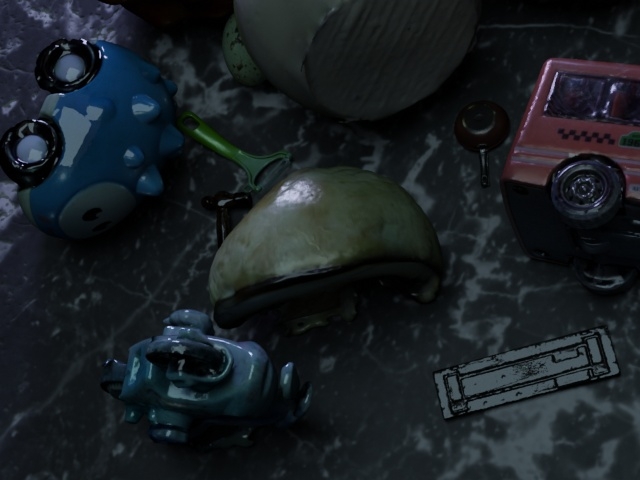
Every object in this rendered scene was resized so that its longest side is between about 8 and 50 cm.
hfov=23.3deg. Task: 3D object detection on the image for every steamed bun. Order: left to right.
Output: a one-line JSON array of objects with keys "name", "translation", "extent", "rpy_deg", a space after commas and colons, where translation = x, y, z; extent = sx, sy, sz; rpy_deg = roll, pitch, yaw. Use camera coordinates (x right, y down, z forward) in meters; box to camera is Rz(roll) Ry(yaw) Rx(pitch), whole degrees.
[{"name": "steamed bun", "translation": [0.030, -0.316, 1.852], "extent": [0.309, 0.309, 0.309], "rpy_deg": [-6, 66, 14]}]

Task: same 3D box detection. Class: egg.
[{"name": "egg", "translation": [-0.083, -0.249, 1.966], "extent": [0.085, 0.085, 0.110], "rpy_deg": [2, 84, 17]}]

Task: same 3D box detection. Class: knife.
[{"name": "knife", "translation": [-0.117, -0.114, 1.949], "extent": [0.166, 0.022, 0.078], "rpy_deg": [31, 61, 26]}]

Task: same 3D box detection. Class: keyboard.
[{"name": "keyboard", "translation": [0.230, 0.149, 1.740], "extent": [0.204, 0.013, 0.061], "rpy_deg": [-16, 64, 9]}]

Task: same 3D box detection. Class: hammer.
[{"name": "hammer", "translation": [-0.112, 0.020, 1.891], "extent": [0.065, 0.021, 0.178], "rpy_deg": [-9, 65, 11]}]

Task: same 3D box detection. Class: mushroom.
[{"name": "mushroom", "translation": [-0.005, -0.002, 1.774], "extent": [0.267, 0.189, 0.164], "rpy_deg": [-14, 67, 9]}]

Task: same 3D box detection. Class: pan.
[{"name": "pan", "translation": [0.194, -0.121, 1.862], "extent": [0.068, 0.023, 0.115], "rpy_deg": [-7, 65, 12]}]

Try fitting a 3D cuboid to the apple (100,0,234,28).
[{"name": "apple", "translation": [-0.180, -0.439, 1.974], "extent": [0.288, 0.288, 0.316], "rpy_deg": [7, 75, 19]}]

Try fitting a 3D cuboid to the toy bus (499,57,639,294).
[{"name": "toy bus", "translation": [0.427, -0.060, 1.672], "extent": [0.427, 0.203, 0.233], "rpy_deg": [9, 65, 22]}]

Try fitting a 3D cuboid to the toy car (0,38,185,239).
[{"name": "toy car", "translation": [-0.265, -0.118, 1.905], "extent": [0.190, 0.188, 0.255], "rpy_deg": [17, 71, 16]}]

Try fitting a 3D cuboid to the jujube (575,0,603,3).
[{"name": "jujube", "translation": [0.292, -0.382, 1.861], "extent": [0.243, 0.183, 0.183], "rpy_deg": [9, 69, 3]}]

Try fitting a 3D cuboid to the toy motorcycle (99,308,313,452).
[{"name": "toy motorcycle", "translation": [-0.126, 0.160, 1.714], "extent": [0.206, 0.260, 0.154], "rpy_deg": [19, 69, -21]}]
